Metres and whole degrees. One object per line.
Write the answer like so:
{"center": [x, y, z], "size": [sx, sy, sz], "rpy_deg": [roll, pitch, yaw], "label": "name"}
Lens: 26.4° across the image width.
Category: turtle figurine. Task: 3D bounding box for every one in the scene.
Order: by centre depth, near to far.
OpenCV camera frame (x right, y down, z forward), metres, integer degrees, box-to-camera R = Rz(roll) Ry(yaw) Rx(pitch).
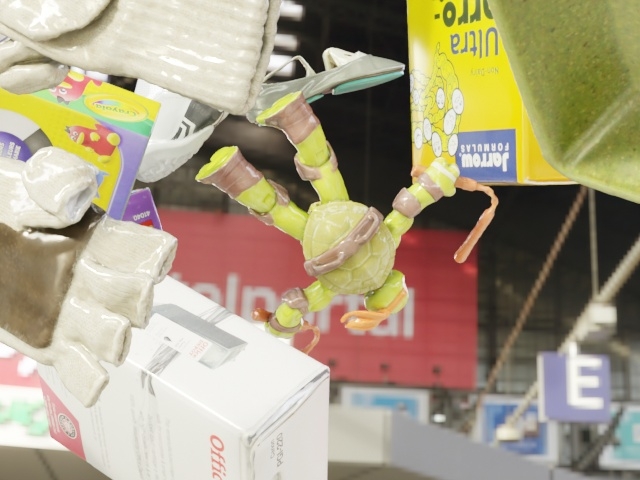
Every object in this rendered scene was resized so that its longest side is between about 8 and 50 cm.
{"center": [0.000, 0.000, 1.131], "size": [0.269, 0.087, 0.217], "rpy_deg": [-40, -74, 8], "label": "turtle figurine"}

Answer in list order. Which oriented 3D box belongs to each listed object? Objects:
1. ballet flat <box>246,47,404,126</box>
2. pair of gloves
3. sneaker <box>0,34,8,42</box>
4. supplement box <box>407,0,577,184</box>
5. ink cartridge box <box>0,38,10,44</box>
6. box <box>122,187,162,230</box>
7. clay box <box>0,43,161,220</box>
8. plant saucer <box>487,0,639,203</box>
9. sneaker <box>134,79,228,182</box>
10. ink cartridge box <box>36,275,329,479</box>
{"center": [0.002, -0.207, 1.716], "size": [0.213, 0.068, 0.072], "rpy_deg": [-20, 0, -9], "label": "ballet flat"}
{"center": [-0.139, -0.063, 0.658], "size": [0.204, 0.240, 0.042], "rpy_deg": [30, 18, 21], "label": "pair of gloves"}
{"center": [-0.315, -0.356, 1.486], "size": [0.127, 0.315, 0.182], "rpy_deg": [42, -29, 10], "label": "sneaker"}
{"center": [0.206, -0.230, 1.250], "size": [0.195, 0.356, 0.194], "rpy_deg": [-4, 3, -26], "label": "supplement box"}
{"center": [-0.415, -0.389, 1.645], "size": [0.385, 0.308, 0.091], "rpy_deg": [-7, 7, -26], "label": "ink cartridge box"}
{"center": [-0.316, 0.018, 1.255], "size": [0.293, 0.057, 0.201], "rpy_deg": [-21, 14, -26], "label": "box"}
{"center": [-0.247, -0.085, 1.052], "size": [0.222, 0.053, 0.127], "rpy_deg": [19, -49, -8], "label": "clay box"}
{"center": [0.140, -0.069, 0.426], "size": [0.188, 0.045, 0.188], "rpy_deg": [23, -25, 37], "label": "plant saucer"}
{"center": [-0.134, -0.246, 1.175], "size": [0.210, 0.366, 0.137], "rpy_deg": [28, -4, -17], "label": "sneaker"}
{"center": [-0.102, 0.122, 1.003], "size": [0.218, 0.092, 0.158], "rpy_deg": [29, -41, 28], "label": "ink cartridge box"}
